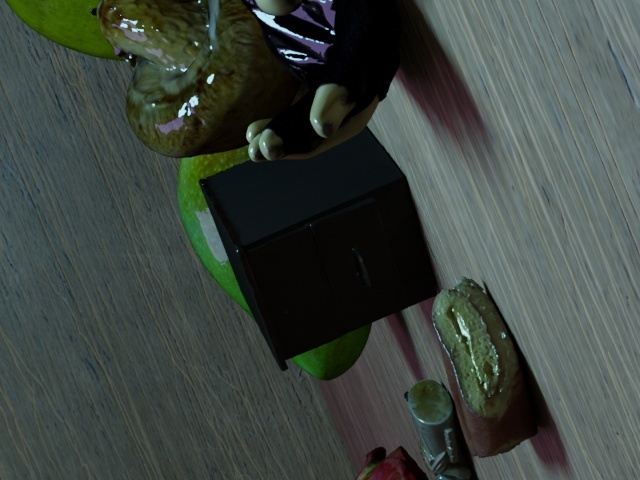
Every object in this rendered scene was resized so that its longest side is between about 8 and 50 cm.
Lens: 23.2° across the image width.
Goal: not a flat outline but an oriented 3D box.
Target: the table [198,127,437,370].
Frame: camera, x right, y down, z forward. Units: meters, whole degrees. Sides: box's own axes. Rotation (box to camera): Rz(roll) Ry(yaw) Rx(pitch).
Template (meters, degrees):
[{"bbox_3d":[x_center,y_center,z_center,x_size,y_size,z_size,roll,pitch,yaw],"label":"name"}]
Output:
[{"bbox_3d":[0.000,0.000,1.701,0.172,0.193,0.169,-123,12,-54],"label":"table"}]

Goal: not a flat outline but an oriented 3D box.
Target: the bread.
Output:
[{"bbox_3d":[0.159,0.143,1.459,0.119,0.067,0.192,-110,2,-57],"label":"bread"}]

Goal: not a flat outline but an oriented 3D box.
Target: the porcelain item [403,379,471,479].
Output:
[{"bbox_3d":[0.156,0.268,1.990,0.084,0.054,0.213,-117,7,-45],"label":"porcelain item"}]

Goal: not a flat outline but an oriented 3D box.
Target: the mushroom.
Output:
[{"bbox_3d":[-0.133,-0.226,1.799,0.283,0.263,0.195,35,-169,32],"label":"mushroom"}]

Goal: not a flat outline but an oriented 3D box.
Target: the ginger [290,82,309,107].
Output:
[{"bbox_3d":[-0.015,-0.133,1.909,0.095,0.069,0.190,-113,1,-65],"label":"ginger"}]

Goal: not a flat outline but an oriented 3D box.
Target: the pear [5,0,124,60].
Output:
[{"bbox_3d":[-0.276,-0.406,2.011,0.413,0.352,0.352,101,146,-65],"label":"pear"}]

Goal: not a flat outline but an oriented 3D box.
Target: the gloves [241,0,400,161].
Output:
[{"bbox_3d":[-0.008,-0.170,1.330,0.301,0.152,0.197,-82,-27,-50],"label":"gloves"}]

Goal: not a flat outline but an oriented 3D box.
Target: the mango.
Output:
[{"bbox_3d":[-0.052,0.002,2.027,0.382,0.201,0.225,65,-153,-1],"label":"mango"}]

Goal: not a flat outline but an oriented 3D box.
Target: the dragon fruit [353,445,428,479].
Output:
[{"bbox_3d":[0.122,0.479,2.095,0.386,0.249,0.371,59,-178,-26],"label":"dragon fruit"}]
